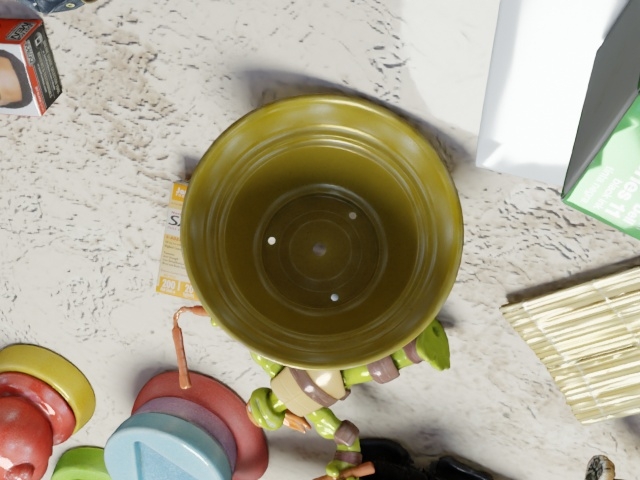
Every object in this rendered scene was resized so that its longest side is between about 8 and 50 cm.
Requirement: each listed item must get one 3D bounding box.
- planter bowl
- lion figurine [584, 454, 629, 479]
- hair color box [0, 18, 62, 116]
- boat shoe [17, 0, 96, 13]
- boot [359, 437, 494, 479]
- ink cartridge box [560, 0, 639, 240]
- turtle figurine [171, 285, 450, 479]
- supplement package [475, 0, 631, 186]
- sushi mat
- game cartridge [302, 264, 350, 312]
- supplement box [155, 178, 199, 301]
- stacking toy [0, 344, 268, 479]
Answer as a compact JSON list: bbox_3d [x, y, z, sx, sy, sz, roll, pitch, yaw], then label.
[{"bbox_3d":[0.000,0.000,1.004,0.217,0.217,0.090,23,168,3],"label":"planter bowl"},{"bbox_3d":[0.290,0.332,1.136,0.240,0.142,0.392,24,130,-19],"label":"lion figurine"},{"bbox_3d":[-0.296,-0.148,1.067,0.141,0.043,0.072,5,129,18],"label":"hair color box"},{"bbox_3d":[-0.167,-0.208,0.954,0.183,0.065,0.083,19,136,14],"label":"boat shoe"},{"bbox_3d":[0.156,0.334,1.244,0.338,0.118,0.223,17,126,1],"label":"boot"},{"bbox_3d":[0.245,-0.045,0.656,0.208,0.153,0.087,27,133,-1],"label":"ink cartridge box"},{"bbox_3d":[0.011,0.127,1.138,0.217,0.087,0.269,-35,94,29],"label":"turtle figurine"},{"bbox_3d":[0.221,-0.164,0.769,0.204,0.145,0.262,14,131,11],"label":"supplement package"},{"bbox_3d":[0.315,0.066,1.008,0.316,0.019,0.151,-19,117,33],"label":"sushi mat"},{"bbox_3d":[-0.013,0.066,1.067,0.083,0.017,0.056,-42,87,28],"label":"game cartridge"},{"bbox_3d":[-0.101,0.001,1.086,0.062,0.036,0.098,12,101,13],"label":"supplement box"},{"bbox_3d":[-0.213,0.262,1.319,0.308,0.130,0.280,4,129,20],"label":"stacking toy"}]
